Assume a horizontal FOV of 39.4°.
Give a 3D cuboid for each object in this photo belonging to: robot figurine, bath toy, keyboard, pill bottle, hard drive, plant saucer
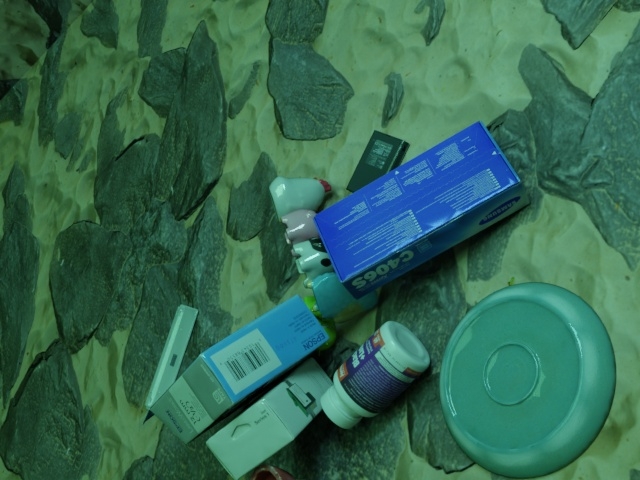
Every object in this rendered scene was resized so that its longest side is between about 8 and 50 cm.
[{"bbox_3d":[-0.006,0.164,1.738,0.101,0.067,0.115,118,146,-48],"label":"robot figurine"},{"bbox_3d":[0.000,0.000,1.764,0.129,0.151,0.348,-18,48,-6],"label":"bath toy"},{"bbox_3d":[-0.344,0.275,2.068,0.072,0.014,0.256,12,82,42],"label":"keyboard"},{"bbox_3d":[0.091,0.242,1.577,0.193,0.108,0.108,-47,46,19],"label":"pill bottle"},{"bbox_3d":[0.113,-0.147,1.788,0.094,0.022,0.135,29,93,47],"label":"hard drive"},{"bbox_3d":[0.311,0.215,1.422,0.318,0.044,0.317,-20,60,39],"label":"plant saucer"}]

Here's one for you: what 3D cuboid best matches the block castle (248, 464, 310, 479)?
[{"bbox_3d":[0.023,0.571,1.427,0.453,0.213,0.303,12,82,46],"label":"block castle"}]

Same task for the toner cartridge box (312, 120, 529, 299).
[{"bbox_3d":[0.172,-0.053,1.571,0.348,0.075,0.165,-29,52,9],"label":"toner cartridge box"}]

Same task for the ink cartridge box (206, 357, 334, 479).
[{"bbox_3d":[-0.084,0.322,1.630,0.160,0.219,0.092,-40,86,26],"label":"ink cartridge box"}]

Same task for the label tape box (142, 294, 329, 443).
[{"bbox_3d":[-0.170,0.266,1.702,0.115,0.249,0.347,52,139,9],"label":"label tape box"}]
